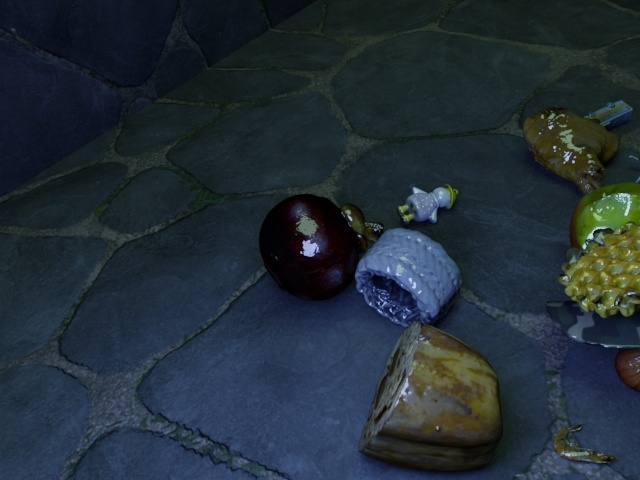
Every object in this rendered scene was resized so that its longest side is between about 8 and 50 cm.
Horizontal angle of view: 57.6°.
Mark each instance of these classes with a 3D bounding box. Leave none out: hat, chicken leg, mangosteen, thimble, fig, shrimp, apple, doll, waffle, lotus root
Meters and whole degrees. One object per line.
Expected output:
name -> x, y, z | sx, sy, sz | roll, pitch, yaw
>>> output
hat -> 0.694, 0.108, 1.225 | 0.381, 0.257, 0.366 | 15, 6, 17
chicken leg -> 0.812, -0.261, 1.767 | 0.295, 0.182, 0.409 | -5, 47, -16
mangosteen -> -0.018, 0.006, 1.523 | 0.293, 0.297, 0.297 | -50, 39, 17
thimble -> 0.214, 0.098, 1.440 | 0.245, 0.217, 0.157 | 34, 60, 18
fig -> 0.670, 0.248, 1.202 | 0.119, 0.153, 0.119 | -13, 57, 20
shrimp -> 0.525, 0.402, 1.155 | 0.114, 0.023, 0.083 | 4, 40, 23
apple -> 0.732, -0.023, 1.416 | 0.246, 0.226, 0.246 | -18, 13, 5
doll -> 0.327, -0.113, 1.749 | 0.207, 0.081, 0.129 | -23, 70, -16
waffle -> 0.641, 0.047, 1.185 | 0.329, 0.062, 0.329 | -29, 16, 9
lotus root -> 0.237, 0.295, 1.154 | 0.249, 0.316, 0.316 | 15, 45, 6

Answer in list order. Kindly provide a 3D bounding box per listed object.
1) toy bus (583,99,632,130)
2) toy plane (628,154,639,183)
toy bus -> 0.954, -0.407, 1.958 | 0.190, 0.064, 0.075 | -26, 55, -16
toy plane -> 0.967, -0.218, 1.682 | 0.273, 0.107, 0.182 | -12, 51, -20
